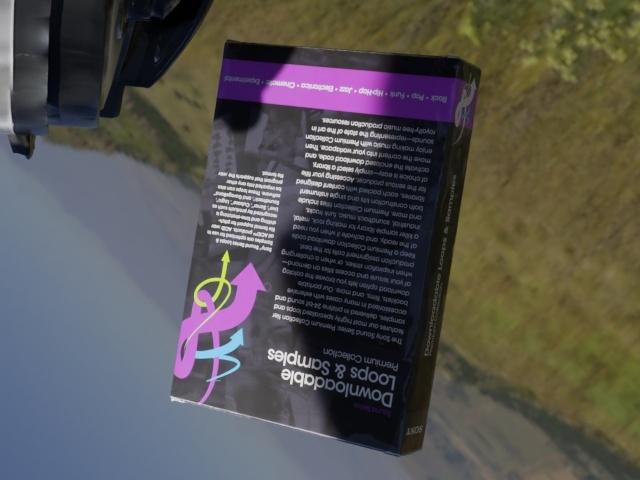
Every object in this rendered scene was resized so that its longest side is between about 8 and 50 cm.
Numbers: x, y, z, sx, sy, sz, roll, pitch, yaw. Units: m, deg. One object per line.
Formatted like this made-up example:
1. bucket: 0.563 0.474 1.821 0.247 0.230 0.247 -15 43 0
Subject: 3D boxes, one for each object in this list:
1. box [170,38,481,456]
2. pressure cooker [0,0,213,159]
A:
1. box: 0.000 0.000 0.529 0.116 0.162 0.029 10 180 30
2. pressure cooker: -0.264 -0.253 0.859 0.420 0.375 0.370 5 178 -10
